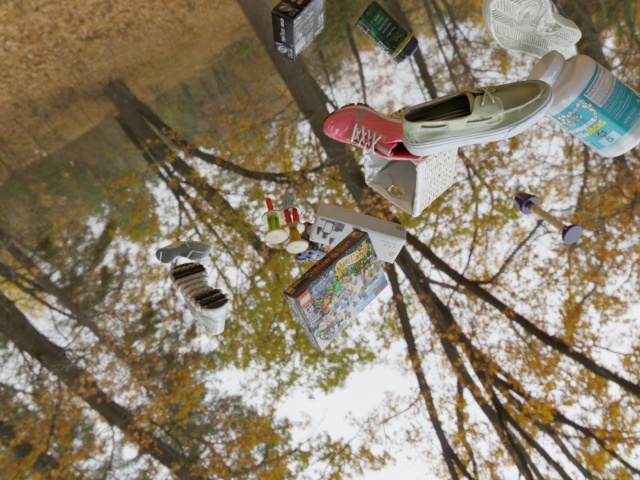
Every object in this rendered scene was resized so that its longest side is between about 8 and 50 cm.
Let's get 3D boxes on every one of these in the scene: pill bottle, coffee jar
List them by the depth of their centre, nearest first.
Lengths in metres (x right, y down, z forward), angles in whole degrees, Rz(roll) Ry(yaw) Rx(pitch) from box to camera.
[{"bbox_3d":[0.596,-0.313,1.118,0.146,0.264,0.146,-57,-173,11],"label":"pill bottle"},{"bbox_3d":[0.191,-0.589,1.420,0.079,0.184,0.096,-51,-170,4],"label":"coffee jar"}]

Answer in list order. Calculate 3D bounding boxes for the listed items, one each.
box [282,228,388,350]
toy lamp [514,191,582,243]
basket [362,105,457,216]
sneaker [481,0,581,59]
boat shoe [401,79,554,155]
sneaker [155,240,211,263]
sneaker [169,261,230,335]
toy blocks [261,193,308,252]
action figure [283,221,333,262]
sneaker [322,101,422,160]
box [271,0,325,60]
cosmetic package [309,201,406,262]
[{"bbox_3d":[0.041,0.107,1.106,0.233,0.159,0.044,-41,-146,-25],"label":"box"},{"bbox_3d":[0.771,-0.088,1.712,0.080,0.080,0.275,-33,-143,-2],"label":"toy lamp"},{"bbox_3d":[0.381,-0.350,2.139,0.266,0.331,0.328,-37,-124,-19],"label":"basket"},{"bbox_3d":[0.443,-0.511,1.112,0.131,0.349,0.148,-43,-121,34],"label":"sneaker"},{"bbox_3d":[0.307,-0.251,0.983,0.302,0.094,0.109,-19,-121,11],"label":"boat shoe"},{"bbox_3d":[-0.343,0.020,1.269,0.152,0.054,0.061,-5,-158,19],"label":"sneaker"},{"bbox_3d":[-0.346,0.157,1.399,0.110,0.118,0.292,-16,-146,-27],"label":"sneaker"},{"bbox_3d":[-0.088,-0.056,1.137,0.054,0.123,0.148,-32,-128,26],"label":"toy blocks"},{"bbox_3d":[0.000,0.000,2.009,0.341,0.329,0.179,159,-64,-68],"label":"action figure"},{"bbox_3d":[0.161,-0.299,1.413,0.313,0.116,0.136,8,-138,-6],"label":"sneaker"},{"bbox_3d":[-0.062,-0.653,1.472,0.077,0.147,0.180,28,-114,14],"label":"box"},{"bbox_3d":[0.098,-0.018,1.320,0.099,0.238,0.061,112,-9,-46],"label":"cosmetic package"}]
